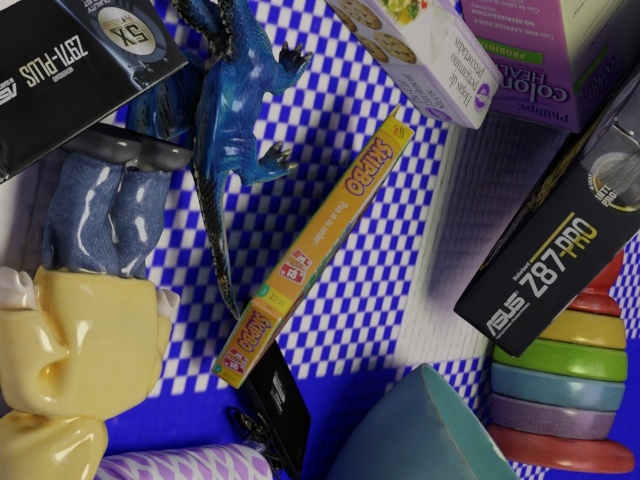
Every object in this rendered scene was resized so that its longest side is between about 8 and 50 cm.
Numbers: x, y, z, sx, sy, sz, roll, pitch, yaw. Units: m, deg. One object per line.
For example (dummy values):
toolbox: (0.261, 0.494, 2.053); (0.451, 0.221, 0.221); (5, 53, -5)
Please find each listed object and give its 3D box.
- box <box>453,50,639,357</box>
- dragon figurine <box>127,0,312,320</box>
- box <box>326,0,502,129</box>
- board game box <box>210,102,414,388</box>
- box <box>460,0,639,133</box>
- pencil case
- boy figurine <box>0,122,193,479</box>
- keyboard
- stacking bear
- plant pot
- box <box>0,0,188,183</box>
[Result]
box: (0.314, -0.099, 1.524); (0.395, 0.097, 0.318); (-50, 179, -41)
dragon figurine: (-0.084, -0.092, 1.103); (0.144, 0.085, 0.289); (6, 100, -58)
box: (0.070, -0.195, 1.310); (0.063, 0.067, 0.324); (-65, 149, -10)
board game box: (0.000, 0.000, 1.258); (0.259, 0.039, 0.124); (-57, 179, -37)
box: (0.241, -0.273, 1.488); (0.213, 0.117, 0.243); (-52, 142, -29)
pencil case: (-0.116, 0.210, 1.205); (0.206, 0.088, 0.086); (3, 107, -57)
boy figurine: (-0.164, 0.061, 1.052); (0.177, 0.092, 0.285); (1, 105, -57)
keyboard: (-0.055, 0.142, 1.332); (0.192, 0.038, 0.100); (68, 26, -45)
stacking bear: (0.278, 0.108, 1.714); (0.164, 0.175, 0.289); (12, 86, -65)
plant pot: (0.100, 0.291, 1.449); (0.195, 0.290, 0.290); (-34, 146, 8)
box: (-0.189, -0.073, 0.853); (0.147, 0.180, 0.077); (-40, 103, -42)
